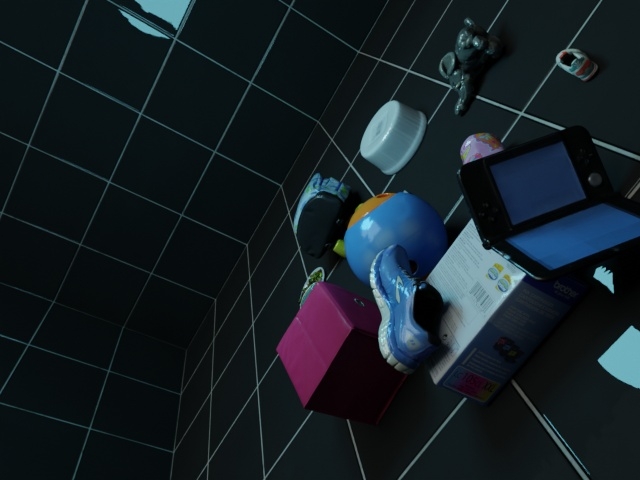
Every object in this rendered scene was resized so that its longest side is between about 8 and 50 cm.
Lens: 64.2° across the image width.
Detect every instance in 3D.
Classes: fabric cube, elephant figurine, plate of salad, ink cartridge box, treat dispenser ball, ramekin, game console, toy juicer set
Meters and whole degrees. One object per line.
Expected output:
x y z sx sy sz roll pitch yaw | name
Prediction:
0.071 0.309 1.420 0.259 0.254 0.258 -60 29 10 | fabric cube
0.477 -0.576 1.697 0.186 0.169 0.239 -44 -17 -45 | elephant figurine
-0.045 0.203 2.181 0.200 0.048 0.200 -50 25 33 | plate of salad
0.372 0.111 1.107 0.395 0.151 0.270 -59 20 19 | ink cartridge box
0.210 0.008 1.433 0.288 0.288 0.288 -51 24 33 | treat dispenser ball
0.276 -0.408 1.992 0.277 0.135 0.277 -50 25 33 | ramekin
0.444 -0.081 0.933 0.173 0.293 0.250 127 123 -81 | game console
0.156 -0.042 1.920 0.209 0.089 0.329 -65 9 -11 | toy juicer set

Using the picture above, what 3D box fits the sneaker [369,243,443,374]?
0.207 0.130 1.146 0.147 0.129 0.330 -39 36 29 | sneaker

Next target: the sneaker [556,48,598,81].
0.623 -0.454 1.272 0.057 0.075 0.161 -52 23 29 | sneaker

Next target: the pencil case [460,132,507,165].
0.445 -0.166 1.316 0.124 0.124 0.284 -51 25 33 | pencil case

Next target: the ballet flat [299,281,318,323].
-0.048 0.284 2.060 0.248 0.086 0.086 -67 20 -6 | ballet flat

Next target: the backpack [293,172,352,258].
0.015 -0.137 2.149 0.355 0.273 0.290 -42 -23 -56 | backpack

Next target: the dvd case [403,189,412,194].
0.285 -0.056 1.701 0.179 0.029 0.239 -60 20 13 | dvd case
